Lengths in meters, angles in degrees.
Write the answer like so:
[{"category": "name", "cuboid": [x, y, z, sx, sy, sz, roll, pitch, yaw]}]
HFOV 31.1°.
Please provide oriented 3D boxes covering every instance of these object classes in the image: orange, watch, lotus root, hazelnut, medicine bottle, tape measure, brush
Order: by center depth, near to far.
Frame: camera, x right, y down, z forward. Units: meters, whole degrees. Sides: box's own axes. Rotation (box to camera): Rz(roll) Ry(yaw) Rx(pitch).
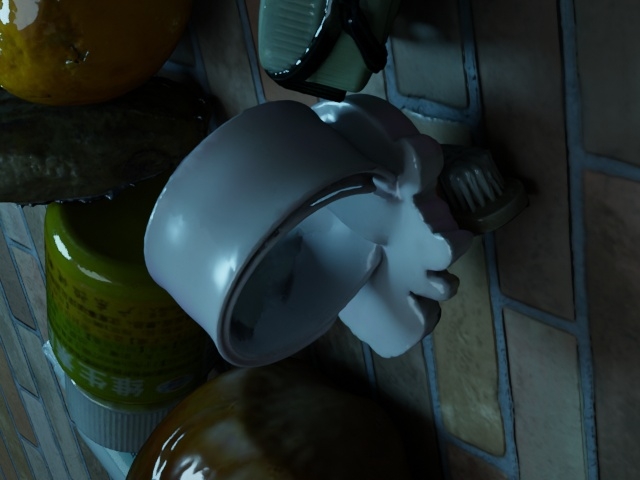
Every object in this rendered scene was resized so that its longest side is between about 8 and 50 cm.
[{"category": "tape measure", "cuboid": [0.022, -0.196, 0.883, 0.115, 0.207, 0.235, 13, 137, 1]}, {"category": "watch", "cuboid": [-0.013, 0.017, 0.946, 0.196, 0.231, 0.244, 41, 141, 27]}, {"category": "brush", "cuboid": [0.053, -0.062, 1.066, 0.327, 0.070, 0.065, 11, 133, 52]}, {"category": "orange", "cuboid": [-0.260, -0.276, 1.158, 0.284, 0.226, 0.283, 22, 128, 32]}, {"category": "lotus root", "cuboid": [-0.283, -0.125, 1.257, 0.078, 0.329, 0.167, 75, -173, -63]}, {"category": "hazelnut", "cuboid": [-0.057, 0.316, 1.295, 0.372, 0.372, 0.315, 46, -176, 18]}, {"category": "medicine bottle", "cuboid": [-0.223, 0.086, 1.414, 0.224, 0.224, 0.384, 42, 145, 24]}, {"category": "medicine bottle", "cuboid": [-0.322, 0.294, 1.823, 0.352, 0.110, 0.110, 50, 147, 13]}]
